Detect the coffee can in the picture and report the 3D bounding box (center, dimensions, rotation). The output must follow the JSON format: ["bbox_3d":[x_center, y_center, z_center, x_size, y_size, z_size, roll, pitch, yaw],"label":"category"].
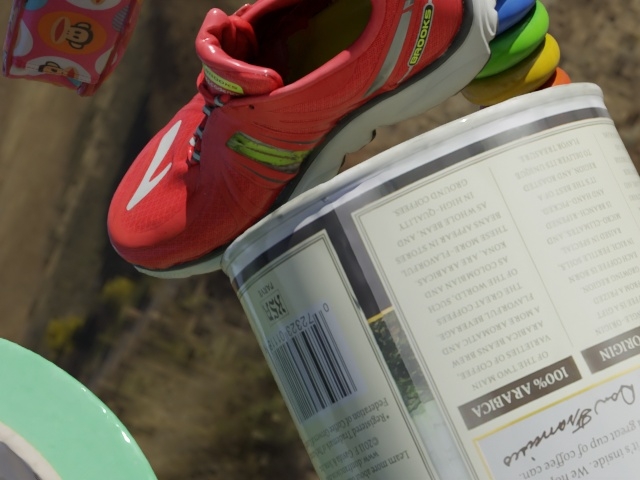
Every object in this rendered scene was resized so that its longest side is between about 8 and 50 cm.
[{"bbox_3d":[0.099,0.093,0.910,0.201,0.201,0.275,-36,75,56],"label":"coffee can"}]

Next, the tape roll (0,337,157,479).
[{"bbox_3d":[-0.223,0.196,0.960,0.077,0.321,0.321,88,-165,-62],"label":"tape roll"}]

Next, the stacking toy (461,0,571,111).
[{"bbox_3d":[0.163,-0.180,1.763,0.141,0.330,0.141,-25,26,13],"label":"stacking toy"}]

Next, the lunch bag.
[{"bbox_3d":[-0.222,-0.309,1.887,0.293,0.120,0.258,124,155,-54],"label":"lunch bag"}]

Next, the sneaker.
[{"bbox_3d":[-0.036,-0.084,1.074,0.279,0.118,0.107,-40,55,27],"label":"sneaker"}]
